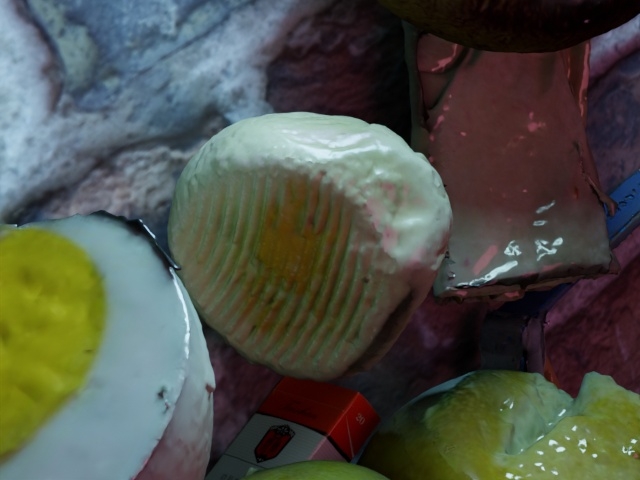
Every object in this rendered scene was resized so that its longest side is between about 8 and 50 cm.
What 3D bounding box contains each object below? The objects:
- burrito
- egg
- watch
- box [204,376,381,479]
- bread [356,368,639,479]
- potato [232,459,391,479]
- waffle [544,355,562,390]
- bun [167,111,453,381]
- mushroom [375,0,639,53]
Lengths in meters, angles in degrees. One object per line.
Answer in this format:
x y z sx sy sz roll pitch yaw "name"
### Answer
0.162 -0.108 1.549 0.190 0.135 0.331 -5 82 -11 "burrito"
-0.206 0.154 1.196 0.337 0.337 0.201 -53 140 -21 "egg"
0.266 0.074 1.685 0.275 0.068 0.276 -6 96 -43 "watch"
-0.032 0.188 1.458 0.152 0.100 0.048 -49 126 -23 "box"
0.146 0.284 1.510 0.239 0.264 0.395 -29 157 -40 "bread"
-0.075 0.305 1.285 0.270 0.359 0.219 47 23 -63 "potato"
0.182 0.174 1.681 0.153 0.023 0.097 -37 117 -31 "waffle"
0.000 0.000 1.384 0.153 0.244 0.243 -44 123 -48 "bun"
0.149 -0.304 1.430 0.239 0.345 0.345 66 43 -78 "mushroom"
